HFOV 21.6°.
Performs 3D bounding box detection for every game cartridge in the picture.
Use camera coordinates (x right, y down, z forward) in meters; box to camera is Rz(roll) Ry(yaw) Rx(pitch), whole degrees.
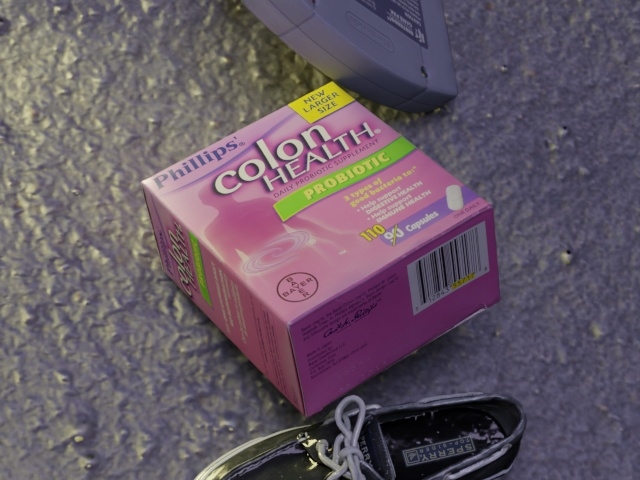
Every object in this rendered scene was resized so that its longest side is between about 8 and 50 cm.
[{"bbox_3d":[0.022,-0.239,1.596,0.294,0.060,0.196,27,42,-45],"label":"game cartridge"}]

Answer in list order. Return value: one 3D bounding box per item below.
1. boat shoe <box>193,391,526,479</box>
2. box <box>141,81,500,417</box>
[{"bbox_3d":[0.032,0.195,1.438,0.306,0.105,0.113,-7,64,-12],"label":"boat shoe"},{"bbox_3d":[0.000,0.000,1.481,0.213,0.117,0.243,-29,45,-20],"label":"box"}]
